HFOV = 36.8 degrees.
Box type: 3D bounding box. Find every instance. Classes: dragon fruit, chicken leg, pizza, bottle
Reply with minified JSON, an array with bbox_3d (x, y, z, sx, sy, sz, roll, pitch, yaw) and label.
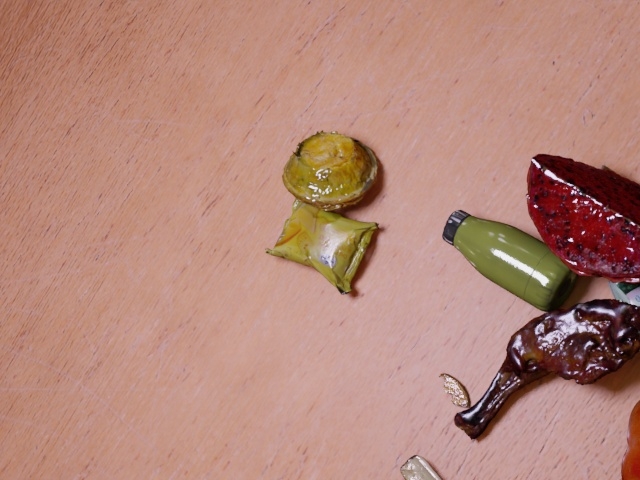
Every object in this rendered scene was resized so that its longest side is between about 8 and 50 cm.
[{"bbox_3d":[0.512,-0.024,1.710,0.317,0.205,0.152,37,123,28],"label":"dragon fruit"},{"bbox_3d":[0.404,0.220,1.722,0.407,0.096,0.158,-36,45,26],"label":"chicken leg"},{"bbox_3d":[0.255,0.284,1.822,0.037,0.016,0.083,-42,66,7],"label":"pizza"},{"bbox_3d":[0.346,0.028,1.801,0.260,0.112,0.112,32,90,30],"label":"bottle"}]

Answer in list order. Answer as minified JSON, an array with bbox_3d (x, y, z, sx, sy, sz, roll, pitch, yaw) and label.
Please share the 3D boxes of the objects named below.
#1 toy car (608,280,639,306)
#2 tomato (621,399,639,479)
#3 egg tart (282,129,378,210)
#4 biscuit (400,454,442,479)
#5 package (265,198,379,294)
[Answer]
[{"bbox_3d":[0.584,0.140,1.675,0.090,0.076,0.224,-28,64,14],"label":"toy car"},{"bbox_3d":[0.598,0.347,1.570,0.200,0.139,0.233,5,76,20],"label":"tomato"},{"bbox_3d":[0.019,-0.156,1.988,0.212,0.090,0.212,-2,47,2],"label":"egg tart"},{"bbox_3d":[0.221,0.475,1.760,0.056,0.052,0.188,-38,62,-8],"label":"biscuit"},{"bbox_3d":[0.000,0.000,1.985,0.226,0.090,0.168,23,84,30],"label":"package"}]
